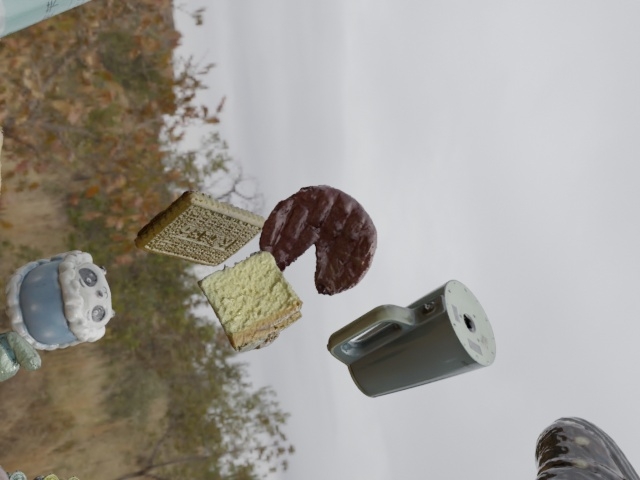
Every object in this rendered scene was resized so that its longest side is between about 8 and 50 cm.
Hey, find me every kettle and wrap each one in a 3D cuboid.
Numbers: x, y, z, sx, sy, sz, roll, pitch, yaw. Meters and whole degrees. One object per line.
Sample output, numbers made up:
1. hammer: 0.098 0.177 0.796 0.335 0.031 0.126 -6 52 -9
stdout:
1. kettle: 0.152 0.180 1.390 0.210 0.243 0.160 33 39 -41

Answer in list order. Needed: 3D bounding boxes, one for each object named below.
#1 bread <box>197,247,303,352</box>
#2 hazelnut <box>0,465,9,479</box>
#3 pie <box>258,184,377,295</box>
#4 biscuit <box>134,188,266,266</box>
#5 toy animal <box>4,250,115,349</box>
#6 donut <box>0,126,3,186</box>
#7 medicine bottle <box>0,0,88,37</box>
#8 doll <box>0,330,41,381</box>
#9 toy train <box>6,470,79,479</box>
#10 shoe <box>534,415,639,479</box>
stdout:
1. bread: -0.117 0.104 1.270 0.147 0.127 0.152 58 20 6
2. hazelnut: -0.532 0.369 1.160 0.154 0.143 0.143 24 -37 19
3. pie: 0.000 0.000 1.468 0.218 0.204 0.054 38 8 -14
4. biscuit: -0.236 -0.016 1.580 0.254 0.172 0.029 20 37 -54
5. toy animal: -0.560 0.132 1.685 0.156 0.204 0.208 -17 96 -81
6. donut: -0.508 -0.067 0.913 0.277 0.277 0.109 114 -38 -70
7. medicine bottle: -0.428 -0.319 1.012 0.110 0.352 0.110 20 -49 25
8. doll: -0.625 0.218 1.466 0.071 0.213 0.104 -63 146 -64
9. toy train: -0.517 0.451 1.381 0.060 0.202 0.081 -24 -123 43
10. shoe: 0.451 0.464 1.374 0.384 0.237 0.171 -119 -139 -55
